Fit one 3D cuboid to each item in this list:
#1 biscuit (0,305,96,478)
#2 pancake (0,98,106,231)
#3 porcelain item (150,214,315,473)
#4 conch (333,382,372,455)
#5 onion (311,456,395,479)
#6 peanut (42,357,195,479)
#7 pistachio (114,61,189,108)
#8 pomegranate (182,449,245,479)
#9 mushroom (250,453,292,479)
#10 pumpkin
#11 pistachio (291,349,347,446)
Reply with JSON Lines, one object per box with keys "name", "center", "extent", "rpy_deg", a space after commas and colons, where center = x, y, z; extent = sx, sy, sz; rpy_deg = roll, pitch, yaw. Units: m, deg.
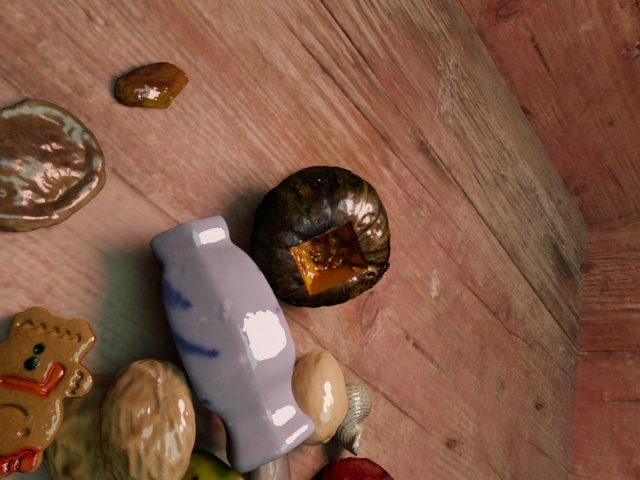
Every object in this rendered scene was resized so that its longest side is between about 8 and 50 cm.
{"name": "biscuit", "center": [-0.418, 0.209, 0.620], "extent": [0.166, 0.036, 0.225], "rpy_deg": [19, 67, -3]}
{"name": "pancake", "center": [-0.469, -0.125, 0.701], "extent": [0.236, 0.042, 0.222], "rpy_deg": [-9, 84, -44]}
{"name": "porcelain item", "center": [-0.161, 0.170, 0.774], "extent": [0.179, 0.242, 0.404], "rpy_deg": [-20, 81, -22]}
{"name": "conch", "center": [0.065, 0.412, 1.025], "extent": [0.135, 0.103, 0.153], "rpy_deg": [75, 30, -44]}
{"name": "onion", "center": [0.068, 0.599, 0.914], "extent": [0.222, 0.281, 0.280], "rpy_deg": [7, 70, 3]}
{"name": "peanut", "center": [-0.303, 0.287, 0.660], "extent": [0.110, 0.233, 0.196], "rpy_deg": [49, 27, -66]}
{"name": "pistachio", "center": [-0.323, -0.311, 0.874], "extent": [0.173, 0.049, 0.089], "rpy_deg": [-43, 110, -40]}
{"name": "pomegranate", "center": [-0.205, 0.442, 0.729], "extent": [0.246, 0.199, 0.198], "rpy_deg": [-26, 100, -79]}
{"name": "mushroom", "center": [-0.096, 0.460, 0.861], "extent": [0.109, 0.098, 0.350], "rpy_deg": [30, 52, -69]}
{"name": "pumpkin", "center": [0.000, 0.000, 0.935], "extent": [0.320, 0.320, 0.192], "rpy_deg": [46, 10, -25]}
{"name": "pistachio", "center": [-0.015, 0.338, 0.952], "extent": [0.145, 0.117, 0.200], "rpy_deg": [4, 64, -7]}
